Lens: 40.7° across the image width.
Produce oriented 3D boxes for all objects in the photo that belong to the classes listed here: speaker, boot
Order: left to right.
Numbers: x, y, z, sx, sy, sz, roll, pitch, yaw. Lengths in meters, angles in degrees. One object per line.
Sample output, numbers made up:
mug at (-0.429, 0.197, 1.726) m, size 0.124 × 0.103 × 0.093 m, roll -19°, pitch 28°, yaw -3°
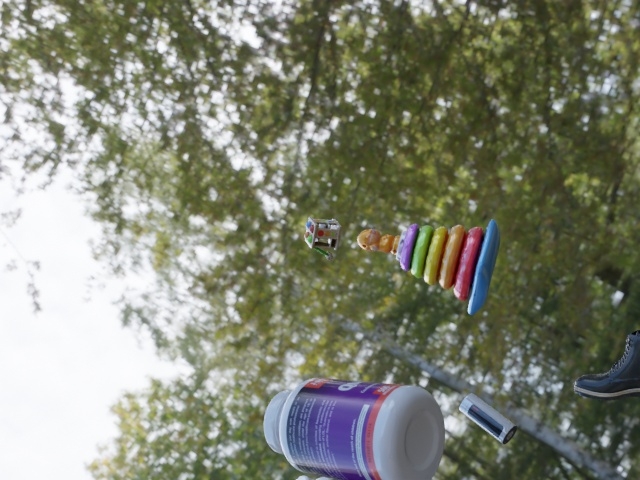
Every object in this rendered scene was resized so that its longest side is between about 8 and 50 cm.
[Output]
speaker at (0.399, 0.424, 2.059) m, size 0.055 × 0.136 × 0.055 m, roll -32°, pitch -39°, yaw -30°
boot at (0.589, 0.235, 1.685) m, size 0.077 × 0.198 × 0.137 m, roll -42°, pitch -60°, yaw -60°

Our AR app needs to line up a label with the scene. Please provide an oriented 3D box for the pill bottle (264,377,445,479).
pill bottle at (0.053, 0.345, 1.573) m, size 0.181 × 0.323 × 0.182 m, roll 3°, pitch -95°, yaw -48°

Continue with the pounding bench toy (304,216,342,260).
pounding bench toy at (0.000, 0.000, 1.776) m, size 0.065 × 0.052 × 0.083 m, roll 3°, pitch -71°, yaw -18°

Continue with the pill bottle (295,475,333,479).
pill bottle at (0.035, 0.594, 1.884) m, size 0.215 × 0.117 × 0.117 m, roll 31°, pitch -95°, yaw -19°

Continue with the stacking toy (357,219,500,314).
stacking toy at (0.226, 0.026, 1.865) m, size 0.175 × 0.301 × 0.166 m, roll 88°, pitch -161°, yaw -49°
